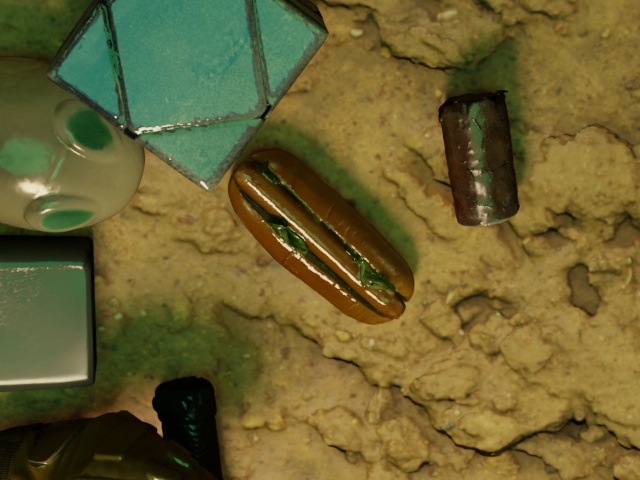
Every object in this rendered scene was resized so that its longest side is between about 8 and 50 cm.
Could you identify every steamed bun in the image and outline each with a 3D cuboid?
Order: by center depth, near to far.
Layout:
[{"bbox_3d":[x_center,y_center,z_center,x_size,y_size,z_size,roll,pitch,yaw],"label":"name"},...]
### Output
[{"bbox_3d":[-0.299,-0.095,1.725,0.228,0.131,0.177,21,102,-6],"label":"steamed bun"}]

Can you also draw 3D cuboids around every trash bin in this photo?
[{"bbox_3d":[-0.363,0.079,1.785,0.236,0.101,0.177,-2,103,-5],"label":"trash bin"}]

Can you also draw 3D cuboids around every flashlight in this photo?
[{"bbox_3d":[-0.140,0.268,1.859,0.093,0.093,0.232,-6,100,-2],"label":"flashlight"}]

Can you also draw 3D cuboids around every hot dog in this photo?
[{"bbox_3d":[0.000,0.000,1.798,0.249,0.068,0.100,42,98,-13],"label":"hot dog"}]

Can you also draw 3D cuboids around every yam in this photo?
[{"bbox_3d":[0.173,-0.091,1.781,0.079,0.079,0.141,-11,105,0],"label":"yam"}]

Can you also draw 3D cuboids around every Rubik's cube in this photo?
[{"bbox_3d":[-0.134,-0.203,1.666,0.205,0.207,0.205,36,102,-13],"label":"Rubik's cube"}]

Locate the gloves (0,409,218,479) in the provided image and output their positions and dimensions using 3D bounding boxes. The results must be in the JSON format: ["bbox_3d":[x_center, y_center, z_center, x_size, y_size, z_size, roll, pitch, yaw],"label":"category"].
[{"bbox_3d":[-0.220,0.260,1.761,0.331,0.154,0.141,3,103,28],"label":"gloves"}]
